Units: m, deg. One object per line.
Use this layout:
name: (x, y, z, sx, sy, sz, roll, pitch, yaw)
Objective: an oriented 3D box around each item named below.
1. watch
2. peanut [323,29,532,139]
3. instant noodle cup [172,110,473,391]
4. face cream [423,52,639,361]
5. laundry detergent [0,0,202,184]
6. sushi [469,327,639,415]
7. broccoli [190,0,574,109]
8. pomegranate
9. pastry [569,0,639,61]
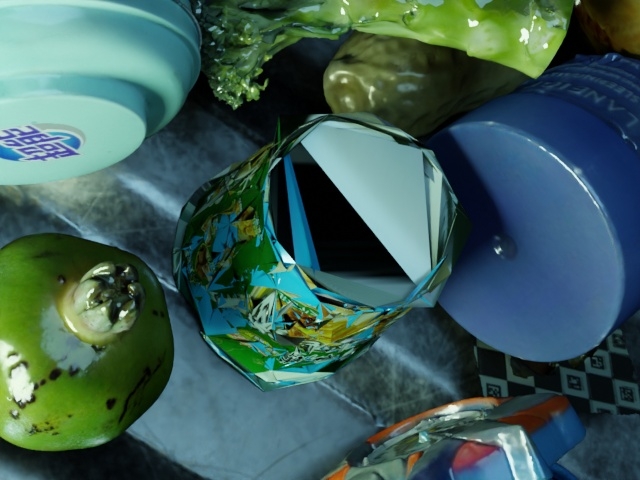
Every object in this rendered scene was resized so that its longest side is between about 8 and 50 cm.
watch: (0.119, 0.298, 0.943, 0.305, 0.241, 0.275, -31, 97, -43)
peanut: (0.138, -0.191, 1.182, 0.291, 0.143, 0.159, -36, 99, -26)
instant noodle cup: (0.000, 0.000, 1.023, 0.240, 0.178, 0.240, 9, 69, -23)
face cream: (0.240, -0.039, 1.104, 0.225, 0.249, 0.249, -33, 88, -39)
laundry detergent: (-0.251, -0.218, 0.922, 0.287, 0.287, 0.305, -4, 73, -26)
sushi: (0.237, 0.122, 1.172, 0.201, 0.031, 0.139, 7, 55, -22)
broccoli: (0.034, -0.219, 1.022, 0.361, 0.221, 0.252, 30, 46, 18)
pomegranate: (-0.194, 0.070, 0.886, 0.179, 0.209, 0.180, 11, 63, -22)
pastry: (0.353, -0.340, 1.201, 0.245, 0.409, 0.410, -33, 87, 8)
